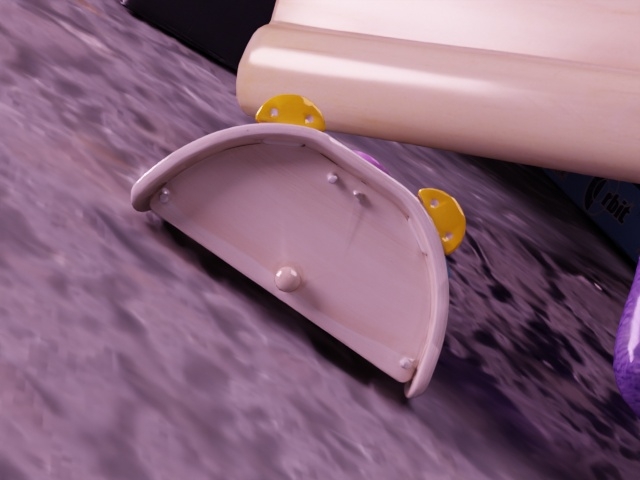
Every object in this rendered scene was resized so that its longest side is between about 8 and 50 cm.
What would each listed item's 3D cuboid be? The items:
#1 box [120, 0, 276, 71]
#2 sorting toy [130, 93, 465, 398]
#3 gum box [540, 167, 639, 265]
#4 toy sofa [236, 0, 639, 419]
[{"bbox_3d":[-0.007,-0.183,0.791,0.103,0.184,0.261,28,14,-21],"label":"box"},{"bbox_3d":[0.000,0.000,0.482,0.083,0.045,0.075,35,-7,3],"label":"sorting toy"},{"bbox_3d":[0.211,0.014,0.930,0.184,0.041,0.157,27,14,-26],"label":"gum box"},{"bbox_3d":[0.126,-0.021,0.632,0.150,0.177,0.362,13,-3,30],"label":"toy sofa"}]
